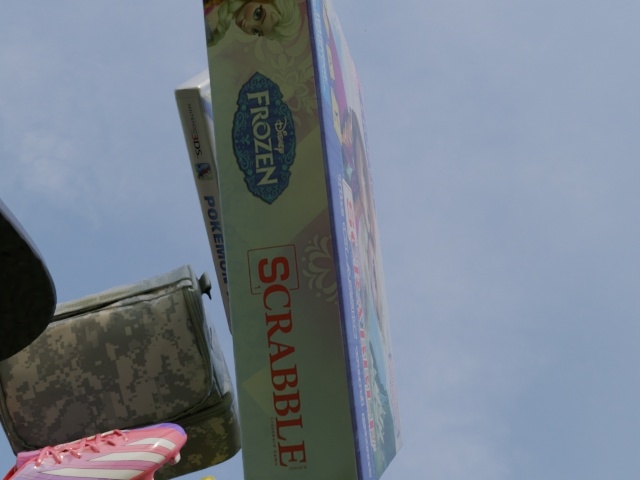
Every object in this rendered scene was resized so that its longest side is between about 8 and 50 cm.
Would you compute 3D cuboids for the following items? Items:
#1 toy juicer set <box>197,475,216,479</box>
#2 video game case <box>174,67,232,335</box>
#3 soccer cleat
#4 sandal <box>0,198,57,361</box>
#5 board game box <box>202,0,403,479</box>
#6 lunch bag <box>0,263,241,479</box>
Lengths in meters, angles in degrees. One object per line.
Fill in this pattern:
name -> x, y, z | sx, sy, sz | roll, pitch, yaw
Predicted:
toy juicer set -> -0.040, 0.324, 1.217 | 0.328, 0.209, 0.089 | -26, -111, -24
video game case -> -0.062, -0.091, 1.109 | 0.036, 0.329, 0.300 | -1, -65, 22
soccer cleat -> -0.243, 0.229, 0.875 | 0.248, 0.083, 0.095 | -27, -94, -36
sandal -> -0.365, -0.079, 0.721 | 0.167, 0.107, 0.446 | -28, -52, -18
board game box -> 0.000, 0.000, 0.620 | 0.065, 0.318, 0.319 | -7, -98, 8
lunch bag -> -0.270, 0.172, 1.152 | 0.305, 0.213, 0.256 | -15, -57, -8
